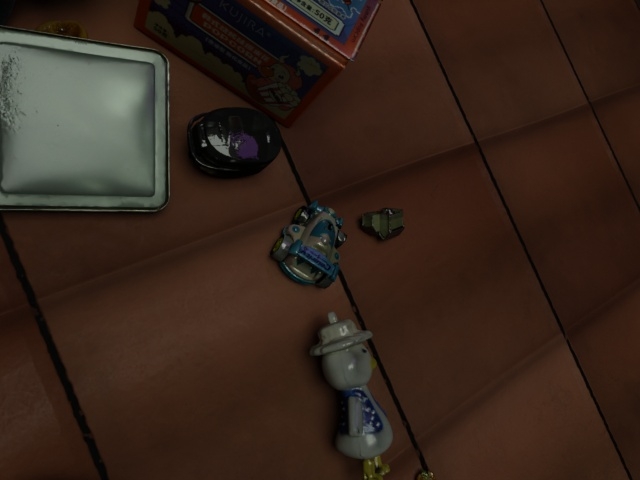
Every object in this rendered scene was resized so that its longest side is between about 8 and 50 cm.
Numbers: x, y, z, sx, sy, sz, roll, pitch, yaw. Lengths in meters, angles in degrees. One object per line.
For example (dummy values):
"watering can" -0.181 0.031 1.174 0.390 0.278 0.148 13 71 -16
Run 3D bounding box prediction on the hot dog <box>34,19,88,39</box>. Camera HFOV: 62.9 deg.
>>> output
"hot dog" -0.426 -0.294 0.846 0.090 0.060 0.140 7 67 -21

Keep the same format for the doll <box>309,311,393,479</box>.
"doll" 0.060 0.264 0.905 0.138 0.119 0.293 3 70 -71

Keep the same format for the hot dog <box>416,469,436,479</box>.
"hot dog" 0.203 0.466 0.976 0.037 0.021 0.083 -16 86 -9

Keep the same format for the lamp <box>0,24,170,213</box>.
"lamp" -0.371 -0.176 0.809 0.269 0.047 0.266 0 91 -28

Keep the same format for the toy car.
"toy car" 0.000 0.000 0.955 0.126 0.098 0.161 36 65 -16

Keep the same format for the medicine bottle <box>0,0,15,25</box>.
"medicine bottle" -0.604 -0.419 0.738 0.293 0.141 0.141 38 63 -12

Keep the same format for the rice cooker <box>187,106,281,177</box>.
"rice cooker" -0.153 -0.170 0.921 0.165 0.106 0.112 -6 79 -24

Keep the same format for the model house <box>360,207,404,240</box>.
"model house" 0.127 -0.031 1.060 0.083 0.057 0.058 -20 113 -48

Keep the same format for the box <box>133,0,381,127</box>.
"box" -0.090 -0.460 0.946 0.348 0.257 0.318 32 63 -16
